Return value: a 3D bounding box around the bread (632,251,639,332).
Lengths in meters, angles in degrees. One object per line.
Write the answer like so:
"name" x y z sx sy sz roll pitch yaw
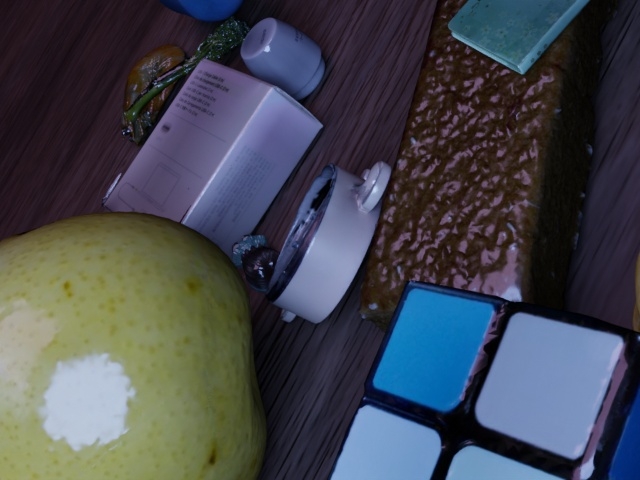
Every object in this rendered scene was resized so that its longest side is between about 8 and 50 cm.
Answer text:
"bread" 0.288 -0.016 0.568 0.116 0.077 0.200 2 66 37

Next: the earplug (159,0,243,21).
"earplug" -0.181 -0.395 1.207 0.132 0.132 0.273 -50 27 6

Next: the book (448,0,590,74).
"book" 0.181 -0.213 0.678 0.135 0.017 0.103 -48 47 4

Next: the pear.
"pear" -0.208 0.143 0.740 0.348 0.348 0.348 -25 48 31

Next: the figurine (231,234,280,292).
"figurine" -0.067 0.023 0.917 0.060 0.047 0.106 -22 28 -17

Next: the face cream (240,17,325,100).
"face cream" -0.049 -0.234 1.034 0.091 0.095 0.091 -26 47 32

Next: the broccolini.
"broccolini" -0.208 -0.260 1.227 0.239 0.054 0.051 -36 5 9

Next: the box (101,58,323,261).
"box" -0.146 -0.094 1.026 0.252 0.106 0.203 -57 38 -1

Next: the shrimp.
"shrimp" -0.278 -0.245 1.310 0.115 0.051 0.217 -17 50 34

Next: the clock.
"clock" 0.000 0.000 0.795 0.229 0.063 0.156 -54 16 41

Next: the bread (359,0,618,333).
"bread" 0.164 -0.109 0.720 0.165 0.113 0.417 0 65 40

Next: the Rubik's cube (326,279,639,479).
"Rubik's cube" 0.136 0.145 0.518 0.180 0.183 0.167 10 70 50
